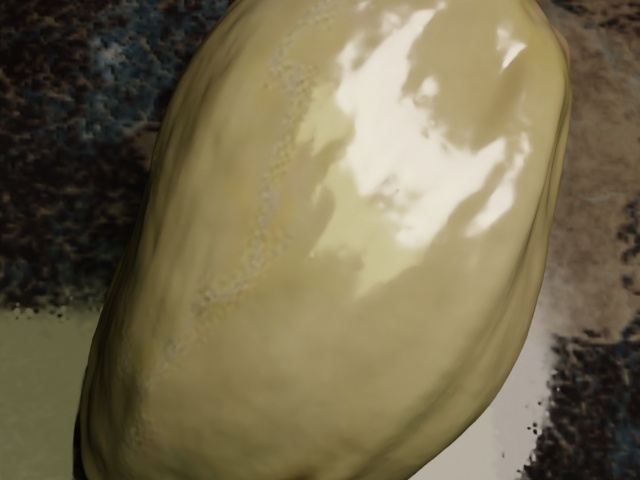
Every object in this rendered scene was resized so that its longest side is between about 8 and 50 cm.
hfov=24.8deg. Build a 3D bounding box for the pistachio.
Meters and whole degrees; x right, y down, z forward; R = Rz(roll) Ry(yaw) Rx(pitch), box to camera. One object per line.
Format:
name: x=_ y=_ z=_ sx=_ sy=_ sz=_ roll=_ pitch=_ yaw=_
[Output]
pistachio: x=0.000 y=0.000 z=0.695 sx=0.226 sy=0.208 sz=0.332 roll=16 pitch=78 yaw=40
